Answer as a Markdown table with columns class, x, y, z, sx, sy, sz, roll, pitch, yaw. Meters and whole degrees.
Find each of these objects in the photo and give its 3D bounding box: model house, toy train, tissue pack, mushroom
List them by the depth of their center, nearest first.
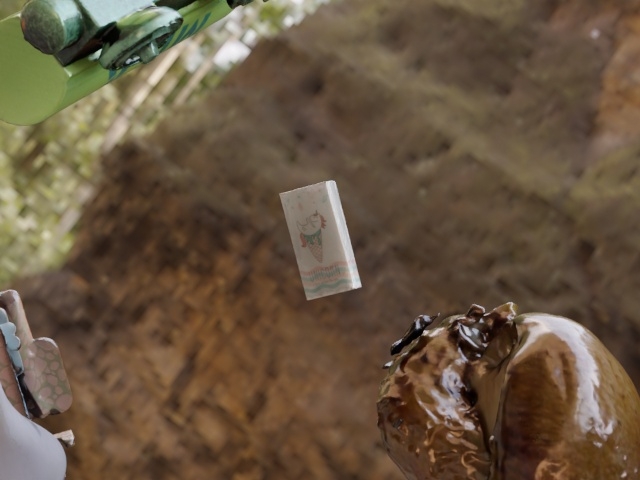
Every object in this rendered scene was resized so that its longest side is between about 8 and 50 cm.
| class | x | y | z | sx | sy | sz | roll | pitch | yaw |
| --- | --- | --- | --- | --- | --- | --- | --- | --- | --- |
| toy train | -0.125 | -0.161 | 1.234 | 0.105 | 0.253 | 0.157 | 52 | -48 | -1 |
| mushroom | 0.159 | 0.180 | 1.464 | 0.263 | 0.195 | 0.283 | 114 | -41 | -58 |
| tissue pack | 0.000 | 0.000 | 1.765 | 0.056 | 0.108 | 0.023 | -15 | 0 | 25 |
| model house | -0.330 | 0.185 | 1.808 | 0.244 | 0.169 | 0.326 | -119 | -165 | -70 |

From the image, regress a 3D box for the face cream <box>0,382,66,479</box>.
| class | x | y | z | sx | sy | sz | roll | pitch | yaw |
| --- | --- | --- | --- | --- | --- | --- | --- | --- | --- |
| face cream | -0.300 | 0.050 | 1.407 | 0.235 | 0.137 | 0.420 | 16 | -58 | 58 |
